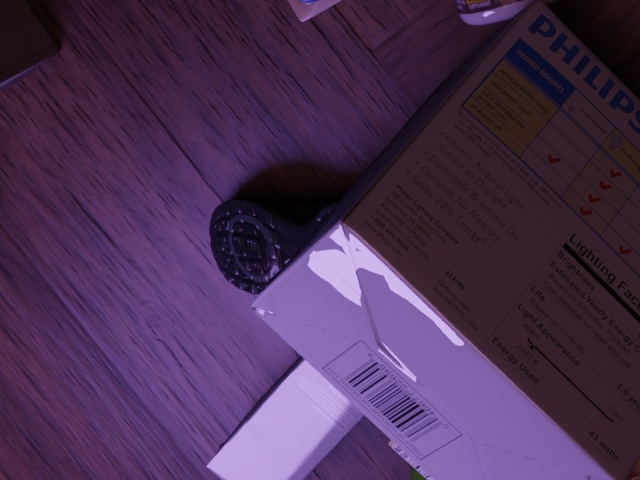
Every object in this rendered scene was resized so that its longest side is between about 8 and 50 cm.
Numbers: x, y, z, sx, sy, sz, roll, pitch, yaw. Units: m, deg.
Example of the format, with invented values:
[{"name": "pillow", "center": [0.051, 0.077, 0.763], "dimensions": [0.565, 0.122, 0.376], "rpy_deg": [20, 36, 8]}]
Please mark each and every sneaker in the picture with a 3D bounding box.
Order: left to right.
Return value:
[{"name": "sneaker", "center": [0.000, 0.000, 2.013], "dimensions": [0.286, 0.130, 0.109], "rpy_deg": [3, 100, 39]}]

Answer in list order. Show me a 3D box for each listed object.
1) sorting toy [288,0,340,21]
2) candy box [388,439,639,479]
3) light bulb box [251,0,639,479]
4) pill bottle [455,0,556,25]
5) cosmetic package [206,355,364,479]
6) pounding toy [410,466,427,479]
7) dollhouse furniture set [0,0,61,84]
[{"name": "sorting toy", "center": [0.005, -0.321, 1.938], "dimensions": [0.274, 0.046, 0.132], "rpy_deg": [-27, 98, 22]}, {"name": "candy box", "center": [0.253, 0.251, 1.975], "dimensions": [0.316, 0.183, 0.087], "rpy_deg": [41, 154, 1]}, {"name": "light bulb box", "center": [0.195, 0.029, 1.790], "dimensions": [0.358, 0.361, 0.225], "rpy_deg": [44, 146, -4]}, {"name": "pill bottle", "center": [0.169, -0.335, 1.847], "dimensions": [0.117, 0.117, 0.215], "rpy_deg": [-14, 103, 20]}, {"name": "cosmetic package", "center": [-0.011, 0.191, 2.066], "dimensions": [0.107, 0.127, 0.238], "rpy_deg": [39, 115, 2]}, {"name": "pounding toy", "center": [0.169, 0.313, 2.062], "dimensions": [0.183, 0.110, 0.237], "rpy_deg": [31, 113, 5]}, {"name": "dollhouse furniture set", "center": [-0.524, -0.145, 2.035], "dimensions": [0.394, 0.256, 0.362], "rpy_deg": [-32, 96, 23]}]
